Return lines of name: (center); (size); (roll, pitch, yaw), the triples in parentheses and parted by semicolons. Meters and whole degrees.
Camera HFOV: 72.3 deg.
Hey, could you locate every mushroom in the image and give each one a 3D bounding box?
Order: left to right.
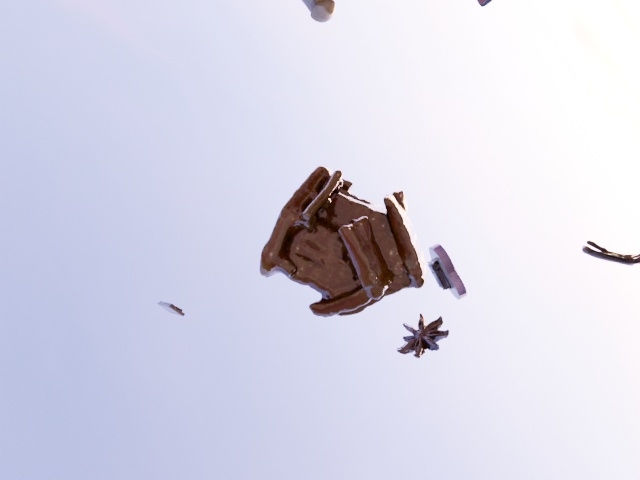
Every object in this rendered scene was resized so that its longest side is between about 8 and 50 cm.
mushroom: (-0.017, -0.625, 0.964); (0.103, 0.118, 0.270); (-23, -61, -51)

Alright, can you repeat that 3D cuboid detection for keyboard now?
keyboard: (-0.439, 0.200, 1.293); (0.055, 0.166, 0.017); (41, -113, -22)

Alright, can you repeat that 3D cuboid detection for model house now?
model house: (0.059, 0.009, 0.673); (0.229, 0.219, 0.199); (23, -176, 8)

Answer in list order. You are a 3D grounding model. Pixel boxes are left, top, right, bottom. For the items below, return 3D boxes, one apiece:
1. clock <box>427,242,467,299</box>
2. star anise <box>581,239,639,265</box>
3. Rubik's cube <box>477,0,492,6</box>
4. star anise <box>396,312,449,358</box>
clock: (0.410, 0.108, 1.473); (0.198, 0.064, 0.172); (63, -179, -1)
star anise: (0.684, -0.026, 0.821); (0.148, 0.346, 0.237); (5, -114, -55)
Rubik's cube: (0.263, -0.425, 0.546); (0.154, 0.155, 0.151); (-36, -82, -14)
star anise: (0.253, 0.238, 1.071); (0.042, 0.141, 0.141); (52, -137, -23)
